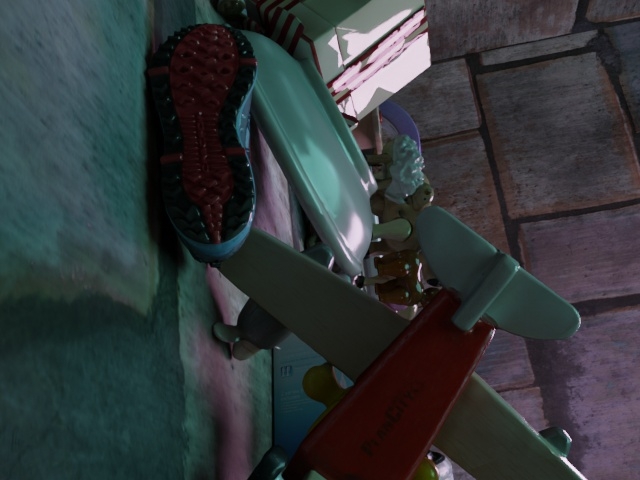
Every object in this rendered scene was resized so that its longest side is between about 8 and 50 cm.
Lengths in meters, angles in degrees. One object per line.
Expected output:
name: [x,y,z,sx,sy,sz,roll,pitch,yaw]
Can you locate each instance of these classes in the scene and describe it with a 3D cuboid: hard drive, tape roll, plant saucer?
hard drive: [0.114,0.019,1.621,0.233,0.047,0.353,-74,156,-80]
tape roll: [0.113,-0.218,1.836,0.090,0.275,0.274,50,31,-73]
plant saucer: [-0.009,-0.143,1.047,0.400,0.100,0.400,62,4,-8]

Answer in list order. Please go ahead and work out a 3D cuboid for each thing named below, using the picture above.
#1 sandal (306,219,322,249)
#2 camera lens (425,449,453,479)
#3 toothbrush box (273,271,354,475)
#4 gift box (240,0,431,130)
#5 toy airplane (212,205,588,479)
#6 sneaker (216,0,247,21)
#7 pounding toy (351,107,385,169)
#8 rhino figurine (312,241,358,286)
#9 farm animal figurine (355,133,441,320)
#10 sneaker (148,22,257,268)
sandal: [0.000,0.000,1.566,0.180,0.049,0.072,-81,160,-68]
camera lens: [0.185,0.591,1.547,0.219,0.219,0.274,32,49,-80]
toothbrush box: [0.015,0.229,1.088,0.216,0.126,0.295,69,14,-50]
gift box: [0.021,-0.341,1.203,0.276,0.258,0.255,44,-14,37]
toy airplane: [0.083,0.157,0.779,0.272,0.384,0.386,102,-19,-74]
sneaker: [-0.131,-0.364,1.069,0.118,0.042,0.067,-102,-174,-85]
pounding toy: [0.131,-0.270,1.657,0.269,0.155,0.154,56,29,-76]
rhino figurine: [0.023,0.086,1.407,0.073,0.106,0.243,-92,170,-47]
farm animal figurine: [0.154,0.012,1.263,0.330,0.172,0.326,114,-30,-79]
sneaker: [-0.117,-0.095,0.731,0.125,0.104,0.262,105,-15,-64]
